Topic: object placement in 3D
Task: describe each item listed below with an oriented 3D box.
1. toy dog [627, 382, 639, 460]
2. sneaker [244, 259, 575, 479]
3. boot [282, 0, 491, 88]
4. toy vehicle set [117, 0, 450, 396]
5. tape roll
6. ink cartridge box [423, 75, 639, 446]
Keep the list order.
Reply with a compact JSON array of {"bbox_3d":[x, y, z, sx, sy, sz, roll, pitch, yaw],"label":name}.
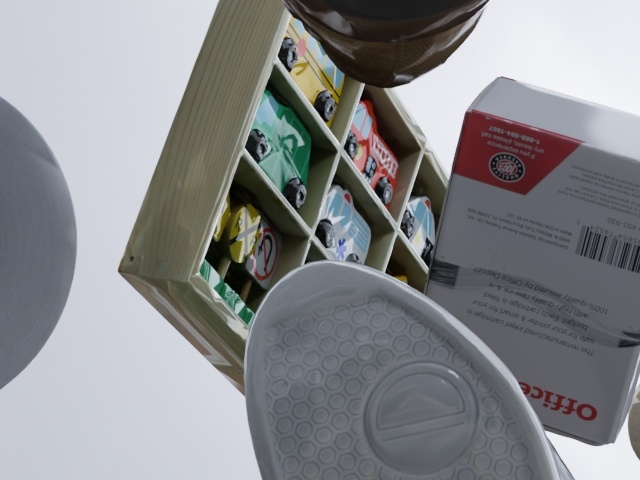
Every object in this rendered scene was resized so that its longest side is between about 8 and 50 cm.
[{"bbox_3d":[0.370,0.065,1.294,0.161,0.333,0.220,44,0,-32],"label":"toy dog"},{"bbox_3d":[0.077,0.140,0.722,0.295,0.104,0.147,51,-1,22],"label":"sneaker"},{"bbox_3d":[-0.026,-0.188,0.587,0.115,0.112,0.305,93,-22,-78],"label":"boot"},{"bbox_3d":[0.000,0.000,0.903,0.035,0.166,0.267,8,-22,26],"label":"toy vehicle set"},{"bbox_3d":[-0.267,0.001,1.167,0.219,0.219,0.072,58,-21,-18],"label":"tape roll"},{"bbox_3d":[0.102,0.009,0.819,0.099,0.056,0.135,18,-63,13],"label":"ink cartridge box"}]
